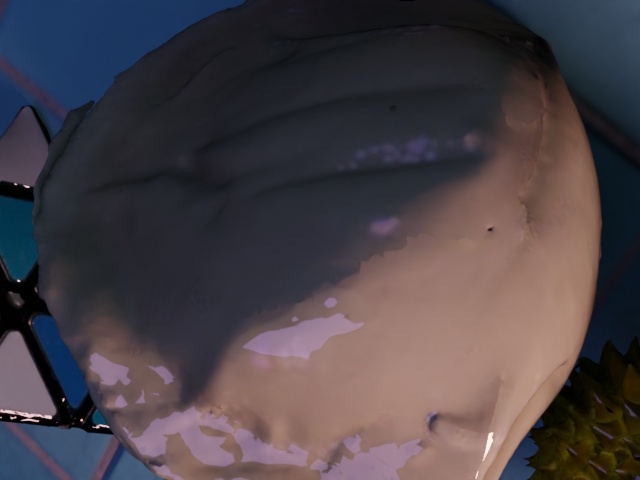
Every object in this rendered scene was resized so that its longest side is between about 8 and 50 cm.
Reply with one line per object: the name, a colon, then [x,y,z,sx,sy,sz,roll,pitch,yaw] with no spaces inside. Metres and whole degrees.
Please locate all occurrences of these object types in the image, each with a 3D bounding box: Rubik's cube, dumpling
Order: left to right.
Rubik's cube: [-0.250,0.095,1.379,0.250,0.284,0.234,36,146,-18]
dumpling: [0.001,-0.019,0.993,0.316,0.395,0.233,18,147,1]

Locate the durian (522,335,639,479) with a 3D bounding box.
durian: [0.245,0.153,0.983,0.291,0.225,0.291,6,104,24]
